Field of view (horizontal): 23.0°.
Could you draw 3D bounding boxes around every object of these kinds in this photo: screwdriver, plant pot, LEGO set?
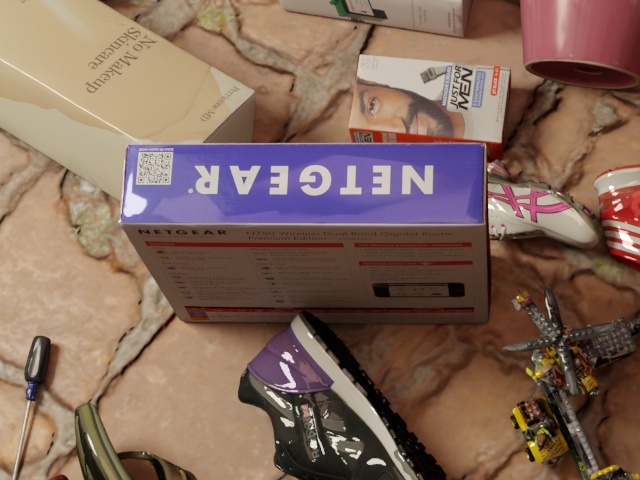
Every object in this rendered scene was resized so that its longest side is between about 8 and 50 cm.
[{"bbox_3d":[-0.306,0.182,1.653,0.025,0.024,0.170,-8,67,34],"label":"screwdriver"},{"bbox_3d":[0.294,-0.264,1.678,0.201,0.201,0.180,9,85,10],"label":"plant pot"},{"bbox_3d":[0.351,0.135,1.490,0.331,0.192,0.255,-15,78,-1],"label":"LEGO set"}]

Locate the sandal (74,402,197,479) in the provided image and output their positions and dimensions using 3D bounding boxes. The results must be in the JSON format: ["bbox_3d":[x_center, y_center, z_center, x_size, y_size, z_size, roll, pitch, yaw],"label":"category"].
[{"bbox_3d":[-0.145,0.282,1.560,0.086,0.120,0.303,-36,75,-26],"label":"sandal"}]

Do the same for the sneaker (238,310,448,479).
[{"bbox_3d":[0.026,0.215,1.575,0.124,0.107,0.283,-42,64,8],"label":"sneaker"}]

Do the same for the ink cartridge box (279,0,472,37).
[{"bbox_3d":[0.069,-0.332,1.770,0.219,0.092,0.160,10,70,10],"label":"ink cartridge box"}]

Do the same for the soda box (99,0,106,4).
[{"bbox_3d":[-0.338,-0.307,1.812,0.183,0.058,0.063,1,71,-1],"label":"soda box"}]

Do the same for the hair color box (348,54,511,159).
[{"bbox_3d":[0.120,-0.146,1.716,0.167,0.053,0.093,5,71,9],"label":"hair color box"}]

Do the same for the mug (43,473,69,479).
[{"bbox_3d":[-0.238,0.339,1.553,0.169,0.150,0.113,39,43,17],"label":"mug"}]

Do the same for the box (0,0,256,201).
[{"bbox_3d":[-0.235,-0.155,1.703,0.311,0.121,0.148,30,55,16],"label":"box"}]

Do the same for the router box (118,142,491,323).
[{"bbox_3d":[0.000,0.000,1.540,0.335,0.301,0.082,0,70,6],"label":"router box"}]

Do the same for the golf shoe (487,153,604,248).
[{"bbox_3d":[0.208,-0.026,1.656,0.186,0.067,0.086,26,79,25],"label":"golf shoe"}]

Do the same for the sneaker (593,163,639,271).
[{"bbox_3d":[0.401,-0.019,1.633,0.221,0.087,0.128,-8,77,15],"label":"sneaker"}]
